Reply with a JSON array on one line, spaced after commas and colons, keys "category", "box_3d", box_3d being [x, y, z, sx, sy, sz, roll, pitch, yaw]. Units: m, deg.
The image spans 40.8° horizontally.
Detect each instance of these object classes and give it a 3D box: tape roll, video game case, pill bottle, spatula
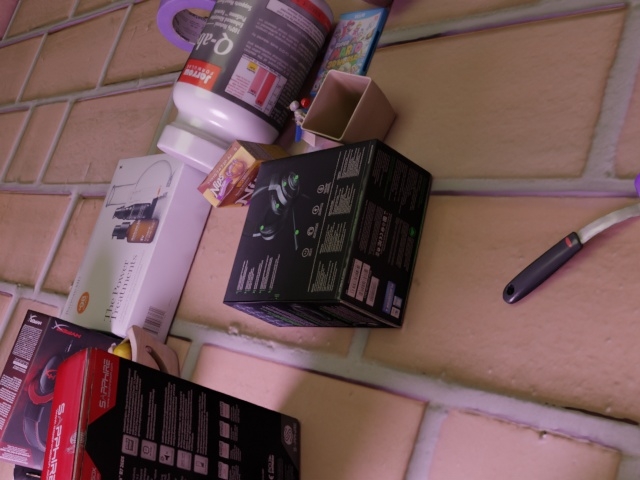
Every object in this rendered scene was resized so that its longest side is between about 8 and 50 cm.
[{"category": "tape roll", "box_3d": [-0.244, -0.477, 1.809, 0.189, 0.189, 0.080, -18, 57, 42]}, {"category": "video game case", "box_3d": [0.050, -0.334, 1.535, 0.119, 0.015, 0.166, 9, 75, 50]}, {"category": "pill bottle", "box_3d": [-0.141, -0.296, 1.568, 0.210, 0.210, 0.363, 21, 85, 52]}, {"category": "spatula", "box_3d": [0.329, -0.013, 1.018, 0.296, 0.030, 0.084, -39, 43, 27]}]

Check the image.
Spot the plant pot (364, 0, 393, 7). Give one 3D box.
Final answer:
[{"category": "plant pot", "box_3d": [0.114, -0.521, 1.446, 0.230, 0.215, 0.215, -64, 36, 23]}]

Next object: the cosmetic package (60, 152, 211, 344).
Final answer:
[{"category": "cosmetic package", "box_3d": [-0.364, 0.013, 1.729, 0.284, 0.097, 0.377, -1, 67, 51]}]

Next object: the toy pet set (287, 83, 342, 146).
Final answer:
[{"category": "toy pet set", "box_3d": [-0.006, -0.225, 1.465, 0.065, 0.122, 0.114, 40, 142, 32]}]

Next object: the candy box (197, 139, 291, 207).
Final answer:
[{"category": "candy box", "box_3d": [-0.121, -0.111, 1.464, 0.053, 0.187, 0.109, 45, 107, 14]}]

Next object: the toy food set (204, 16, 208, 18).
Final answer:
[{"category": "toy food set", "box_3d": [-0.265, -0.486, 1.978, 0.122, 0.019, 0.078, 23, 86, 59]}]

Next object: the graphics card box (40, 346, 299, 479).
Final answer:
[{"category": "graphics card box", "box_3d": [-0.182, 0.306, 1.125, 0.094, 0.371, 0.233, -28, 51, 35]}]

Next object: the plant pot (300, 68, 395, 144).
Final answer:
[{"category": "plant pot", "box_3d": [0.054, -0.198, 1.380, 0.109, 0.096, 0.109, 25, 88, 50]}]

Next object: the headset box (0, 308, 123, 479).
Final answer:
[{"category": "headset box", "box_3d": [-0.478, 0.302, 1.582, 0.110, 0.218, 0.293, 5, 71, 49]}]

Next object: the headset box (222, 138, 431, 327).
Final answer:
[{"category": "headset box", "box_3d": [0.000, 0.000, 1.297, 0.283, 0.131, 0.246, -6, 64, 46]}]

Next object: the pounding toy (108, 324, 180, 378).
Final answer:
[{"category": "pounding toy", "box_3d": [-0.339, 0.293, 1.482, 0.155, 0.154, 0.269, -42, 42, 23]}]
